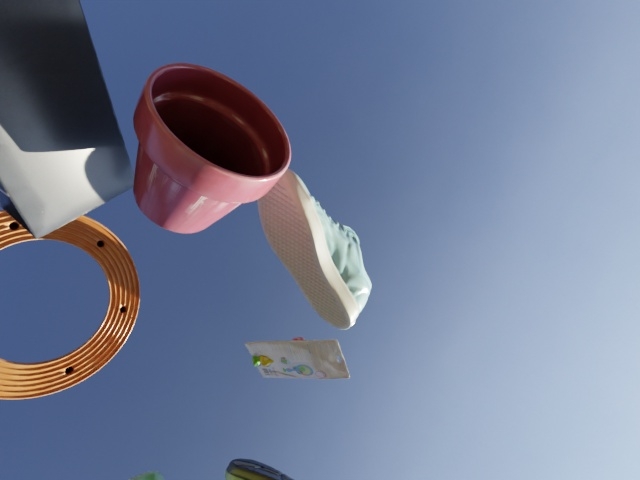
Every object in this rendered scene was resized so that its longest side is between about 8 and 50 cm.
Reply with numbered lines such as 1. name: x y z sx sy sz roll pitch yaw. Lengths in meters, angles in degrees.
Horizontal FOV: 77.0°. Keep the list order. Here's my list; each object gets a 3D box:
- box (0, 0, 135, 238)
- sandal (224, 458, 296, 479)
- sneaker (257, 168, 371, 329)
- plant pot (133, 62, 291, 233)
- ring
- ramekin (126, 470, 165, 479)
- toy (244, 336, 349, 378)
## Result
1. box: -0.468 -0.235 0.567 0.313 0.343 0.179 31 -128 21
2. sandal: -0.028 0.465 0.680 0.303 0.120 0.086 17 -114 12
3. sneaker: 0.000 0.000 0.816 0.150 0.135 0.365 -48 -54 -39
4. plant pot: -0.173 -0.110 0.572 0.201 0.180 0.201 26 -137 -27
5. ring: -0.500 0.107 0.721 0.337 0.032 0.336 1 -91 -43
6. ramekin: -0.274 0.435 0.446 0.303 0.303 0.148 -43 -110 -14
7. toy: -0.054 0.281 1.000 0.237 0.056 0.136 -8 -57 15
